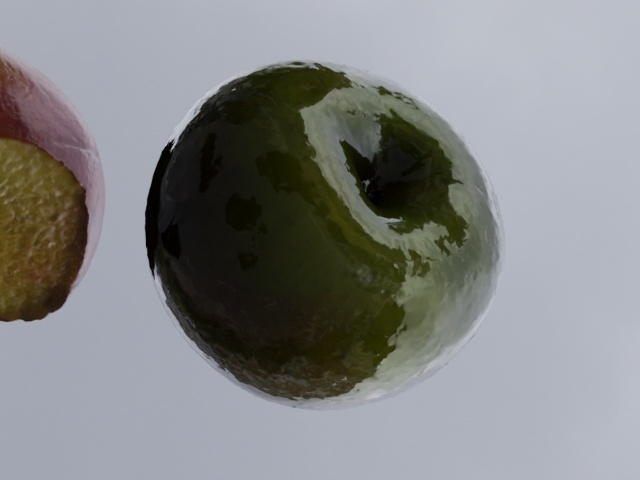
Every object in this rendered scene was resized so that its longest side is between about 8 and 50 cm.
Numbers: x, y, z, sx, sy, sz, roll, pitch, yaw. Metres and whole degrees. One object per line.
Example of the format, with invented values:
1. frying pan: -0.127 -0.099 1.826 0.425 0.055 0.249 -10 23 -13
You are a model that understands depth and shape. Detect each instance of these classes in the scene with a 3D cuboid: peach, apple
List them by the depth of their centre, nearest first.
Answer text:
1. apple: 0.000 0.000 1.066 0.157 0.196 0.196 -40 -127 49
2. peach: -0.234 -0.036 1.286 0.192 0.190 0.190 47 -66 20
